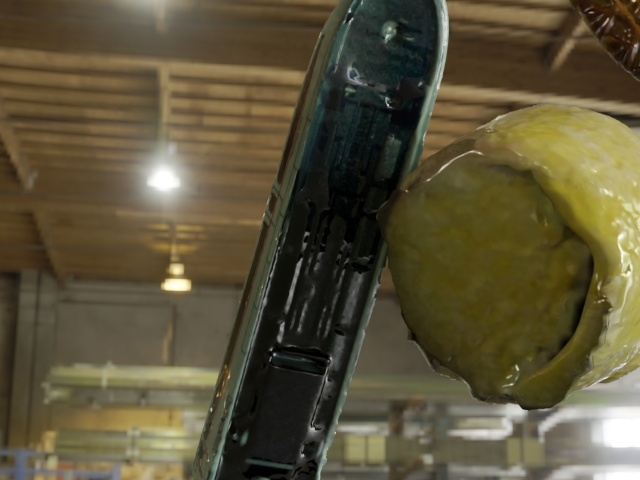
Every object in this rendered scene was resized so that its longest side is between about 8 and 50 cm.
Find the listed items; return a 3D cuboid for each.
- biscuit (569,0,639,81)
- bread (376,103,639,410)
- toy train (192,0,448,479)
[{"bbox_3d":[0.340,-0.231,1.007,0.305,0.305,0.038,0,-20,2],"label":"biscuit"},{"bbox_3d":[0.134,0.014,0.805,0.197,0.197,0.170,-11,6,34],"label":"bread"},{"bbox_3d":[0.000,0.000,0.913,0.087,0.407,0.088,13,15,-15],"label":"toy train"}]
